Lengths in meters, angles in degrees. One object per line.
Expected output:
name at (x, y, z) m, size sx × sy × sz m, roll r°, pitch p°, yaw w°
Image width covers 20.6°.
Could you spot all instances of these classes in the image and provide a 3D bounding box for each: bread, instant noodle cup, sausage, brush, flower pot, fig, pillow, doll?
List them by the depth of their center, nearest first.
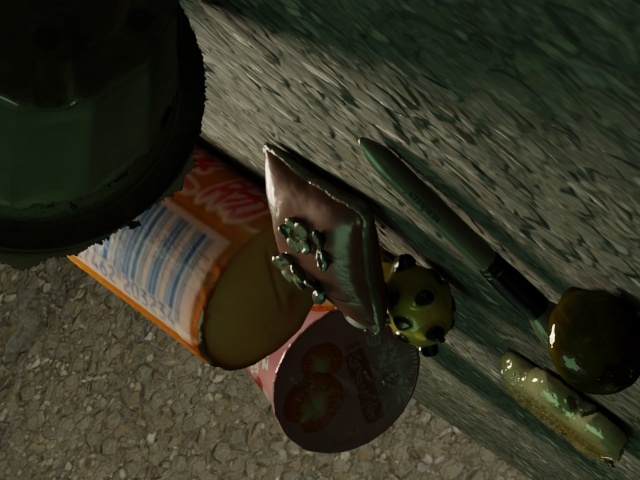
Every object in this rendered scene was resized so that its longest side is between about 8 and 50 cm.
flower pot at (-0.207, -0.146, 1.303) m, size 0.290 × 0.290 × 0.259 m, roll 37°, pitch 162°, yaw -1°
fig at (0.207, 0.070, 1.356) m, size 0.084 × 0.082 × 0.098 m, roll -3°, pitch -138°, yaw -39°
brush at (0.134, 0.006, 1.494) m, size 0.299 × 0.042 × 0.039 m, roll 44°, pitch 173°, yaw -23°
pillow at (0.000, 0.000, 1.848) m, size 0.171 × 0.075 × 0.179 m, roll 37°, pitch 150°, yaw 39°
doll at (0.081, 0.060, 1.965) m, size 0.291 × 0.086 × 0.117 m, roll -155°, pitch 54°, yaw -73°
bread at (0.283, 0.201, 2.078) m, size 0.182 × 0.039 × 0.251 m, roll 36°, pitch 175°, yaw 11°
sausage at (-0.168, 0.004, 2.283) m, size 0.287 × 0.233 × 0.233 m, roll 33°, pitch 173°, yaw 33°
instant noodle cup at (-0.010, 0.159, 2.628) m, size 0.243 × 0.243 × 0.231 m, roll 41°, pitch 179°, yaw -36°
